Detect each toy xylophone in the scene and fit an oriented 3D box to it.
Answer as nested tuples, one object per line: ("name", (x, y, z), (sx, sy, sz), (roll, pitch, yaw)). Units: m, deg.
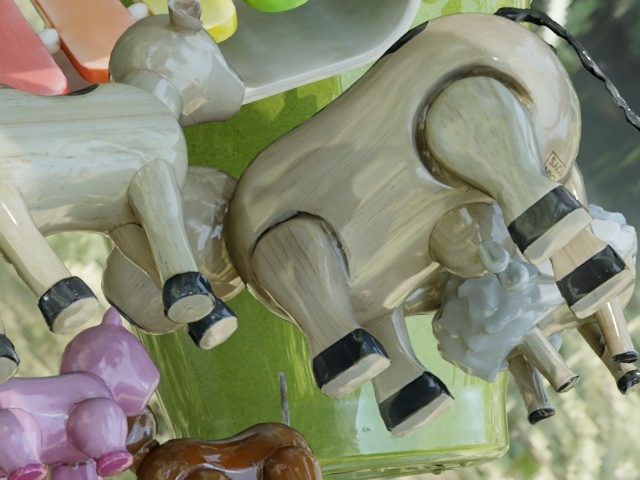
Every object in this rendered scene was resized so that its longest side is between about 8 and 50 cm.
("toy xylophone", (-0.106, -0.141, 1.051), (0.322, 0.081, 0.236), (-24, 39, -22))

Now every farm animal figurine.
("farm animal figurine", (-0.023, -0.004, 0.792), (0.172, 0.326, 0.330), (61, -5, 30))

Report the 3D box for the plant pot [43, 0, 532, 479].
("plant pot", (0.000, 0.000, 1.348), (0.366, 0.366, 0.353), (6, 74, -51))
